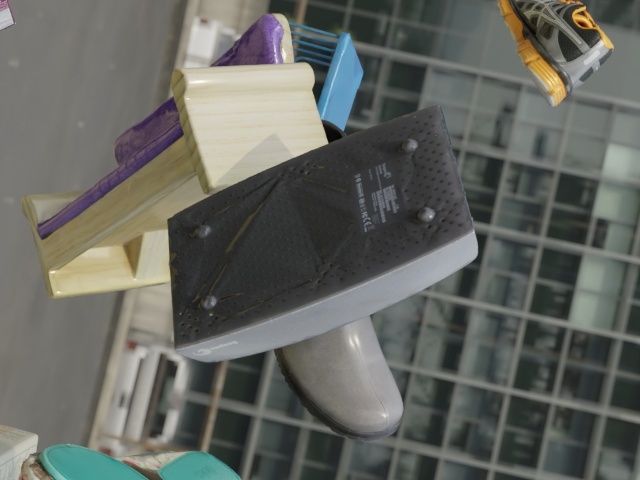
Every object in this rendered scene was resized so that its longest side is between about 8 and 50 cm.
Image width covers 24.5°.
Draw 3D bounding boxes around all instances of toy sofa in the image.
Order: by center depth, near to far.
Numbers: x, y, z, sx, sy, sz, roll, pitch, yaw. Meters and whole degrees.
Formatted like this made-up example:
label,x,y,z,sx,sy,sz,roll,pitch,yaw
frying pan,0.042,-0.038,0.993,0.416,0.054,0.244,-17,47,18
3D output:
label,x,y,z,sx,sy,sz,roll,pitch,yaw
toy sofa,-0.157,-0.078,1.460,0.362,0.150,0.177,-29,-106,51

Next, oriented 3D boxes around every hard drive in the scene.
label,x,y,z,sx,sy,sz,roll,pitch,yaw
hard drive,0.000,0.000,1.193,0.172,0.255,0.054,-100,163,-46

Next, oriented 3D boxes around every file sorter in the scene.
label,x,y,z,sx,sy,sz,roll,pitch,yaw
file sorter,-0.017,-0.206,1.952,0.170,0.104,0.118,54,53,-78

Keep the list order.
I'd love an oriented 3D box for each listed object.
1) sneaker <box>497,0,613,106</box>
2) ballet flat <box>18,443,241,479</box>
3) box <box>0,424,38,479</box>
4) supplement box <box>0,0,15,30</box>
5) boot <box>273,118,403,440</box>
label,x,y,z,sx,sy,sz,roll,pitch,yaw
sneaker,0.239,-0.209,1.492,0.084,0.083,0.215,49,16,-29
ballet flat,-0.118,0.175,0.909,0.077,0.091,0.241,-54,156,6
box,-0.489,0.339,1.935,0.311,0.121,0.148,-17,119,-80
supplement box,-0.443,-0.323,1.954,0.055,0.043,0.083,42,-27,42
boot,0.018,0.046,1.686,0.338,0.118,0.222,58,-36,19
